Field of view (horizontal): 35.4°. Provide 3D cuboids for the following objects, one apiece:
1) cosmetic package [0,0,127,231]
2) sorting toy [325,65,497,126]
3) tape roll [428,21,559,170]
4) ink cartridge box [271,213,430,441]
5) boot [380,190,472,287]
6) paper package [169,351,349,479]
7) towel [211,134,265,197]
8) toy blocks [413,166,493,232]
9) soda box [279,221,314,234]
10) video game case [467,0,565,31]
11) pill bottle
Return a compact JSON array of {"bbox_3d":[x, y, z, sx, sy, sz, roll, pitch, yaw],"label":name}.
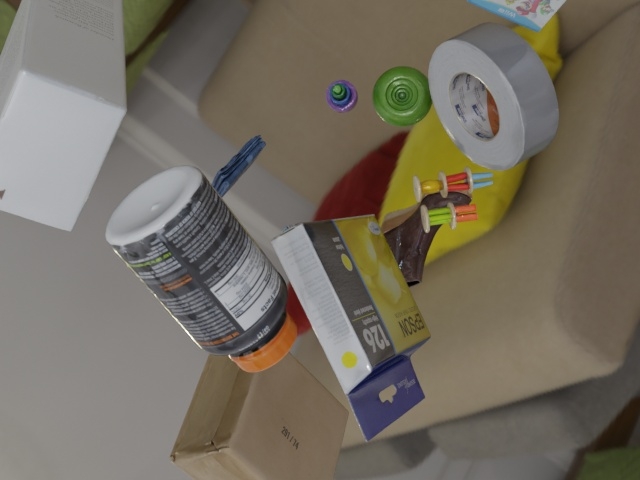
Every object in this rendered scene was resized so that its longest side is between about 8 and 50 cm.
[{"bbox_3d":[-0.423,-0.243,1.592,0.162,0.453,0.230,20,118,-23],"label":"cosmetic package"},{"bbox_3d":[0.188,-0.301,2.035,0.366,0.127,0.126,1,179,8],"label":"sorting toy"},{"bbox_3d":[0.261,-0.218,1.538,0.219,0.072,0.219,48,156,31],"label":"tape roll"},{"bbox_3d":[0.073,0.113,1.489,0.072,0.304,0.307,-30,83,20],"label":"ink cartridge box"},{"bbox_3d":[0.229,0.004,2.210,0.248,0.206,0.090,-22,139,36],"label":"boot"},{"bbox_3d":[-0.116,0.400,2.086,0.168,0.309,0.325,-16,129,34],"label":"paper package"},{"bbox_3d":[-0.136,-0.119,1.630,0.029,0.119,0.067,38,141,-2],"label":"towel"},{"bbox_3d":[0.257,-0.079,1.873,0.148,0.123,0.054,-9,149,-4],"label":"toy blocks"},{"bbox_3d":[0.000,0.000,2.034,0.063,0.183,0.058,-48,60,43],"label":"soda box"},{"bbox_3d":[0.291,-0.361,1.366,0.119,0.015,0.166,20,147,-13],"label":"video game case"},{"bbox_3d":[-0.124,0.043,1.152,0.130,0.130,0.245,2,137,46],"label":"pill bottle"}]
